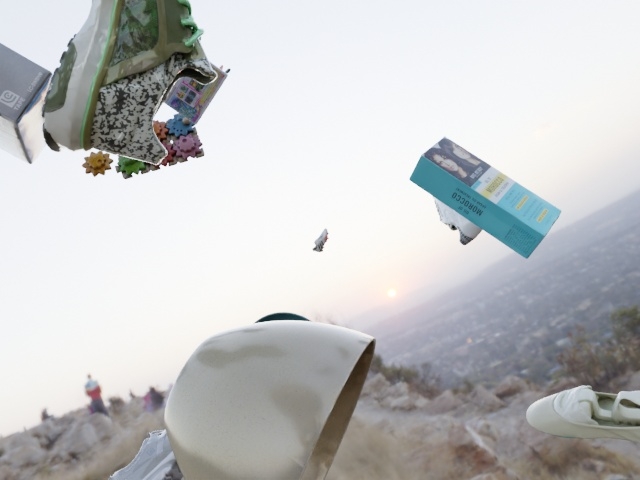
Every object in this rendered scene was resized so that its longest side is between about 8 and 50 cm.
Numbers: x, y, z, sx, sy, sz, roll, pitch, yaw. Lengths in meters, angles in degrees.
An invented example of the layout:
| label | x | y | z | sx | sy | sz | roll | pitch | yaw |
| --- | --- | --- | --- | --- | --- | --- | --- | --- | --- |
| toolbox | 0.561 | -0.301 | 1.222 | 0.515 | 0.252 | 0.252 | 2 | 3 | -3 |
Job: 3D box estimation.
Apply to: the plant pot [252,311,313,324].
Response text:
| label | x | y | z | sx | sy | sz | roll | pitch | yaw |
| --- | --- | --- | --- | --- | --- | --- | --- | --- | --- |
| plant pot | -0.125 | 0.397 | 1.843 | 0.290 | 0.290 | 0.195 | -20 | -23 | -29 |

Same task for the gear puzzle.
| label | x | y | z | sx | sy | sz | roll | pitch | yaw |
| --- | --- | --- | --- | --- | --- | --- | --- | --- | --- |
| gear puzzle | -0.511 | -0.268 | 1.669 | 0.338 | 0.176 | 0.044 | -18 | -25 | -9 |

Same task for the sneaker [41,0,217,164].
| label | x | y | z | sx | sy | sz | roll | pitch | yaw |
| --- | --- | --- | --- | --- | --- | --- | --- | --- | --- |
| sneaker | -0.219 | -0.285 | 0.808 | 0.182 | 0.411 | 0.158 | 21 | 0 | -14 |

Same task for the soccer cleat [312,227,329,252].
| label | x | y | z | sx | sy | sz | roll | pitch | yaw |
| --- | --- | --- | --- | --- | --- | --- | --- | --- | --- |
| soccer cleat | 0.000 | 0.000 | 1.682 | 0.035 | 0.029 | 0.083 | 3 | -51 | -22 |

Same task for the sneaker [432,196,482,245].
| label | x | y | z | sx | sy | sz | roll | pitch | yaw |
| --- | --- | --- | --- | --- | --- | --- | --- | --- | --- |
| sneaker | 0.322 | -0.090 | 1.468 | 0.090 | 0.235 | 0.095 | 14 | -60 | -33 |

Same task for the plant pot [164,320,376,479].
| label | x | y | z | sx | sy | sz | roll | pitch | yaw |
| --- | --- | --- | --- | --- | --- | --- | --- | --- | --- |
| plant pot | -0.074 | 0.212 | 0.723 | 0.284 | 0.190 | 0.284 | -59 | -16 | -28 |

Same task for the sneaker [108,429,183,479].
| label | x | y | z | sx | sy | sz | roll | pitch | yaw |
| --- | --- | --- | --- | --- | --- | --- | --- | --- | --- |
| sneaker | -0.284 | 0.388 | 1.140 | 0.281 | 0.115 | 0.105 | -41 | -34 | -35 |

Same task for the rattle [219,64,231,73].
| label | x | y | z | sx | sy | sz | roll | pitch | yaw |
| --- | --- | --- | --- | --- | --- | --- | --- | --- | --- |
| rattle | -0.373 | -0.490 | 1.886 | 0.130 | 0.143 | 0.199 | -1 | 13 | 22 |

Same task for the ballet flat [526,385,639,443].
| label | x | y | z | sx | sy | sz | roll | pitch | yaw |
| --- | --- | --- | --- | --- | --- | --- | --- | --- | --- |
| ballet flat | 0.434 | 0.255 | 0.887 | 0.248 | 0.086 | 0.086 | -3 | 3 | 32 |

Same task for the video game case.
| label | x | y | z | sx | sy | sz | roll | pitch | yaw |
| --- | --- | --- | --- | --- | --- | --- | --- | --- | --- |
| video game case | -0.342 | -0.407 | 1.532 | 0.157 | 0.143 | 0.019 | -54 | 11 | 12 |

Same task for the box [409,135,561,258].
| label | x | y | z | sx | sy | sz | roll | pitch | yaw |
| --- | --- | --- | --- | --- | --- | --- | --- | --- | --- |
| box | 0.284 | -0.079 | 1.022 | 0.100 | 0.244 | 0.060 | -39 | -20 | -43 |

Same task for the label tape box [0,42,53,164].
| label | x | y | z | sx | sy | sz | roll | pitch | yaw |
| --- | --- | --- | --- | --- | --- | --- | --- | --- | --- |
| label tape box | -0.596 | -0.271 | 0.924 | 0.106 | 0.333 | 0.240 | -65 | 15 | -17 |
